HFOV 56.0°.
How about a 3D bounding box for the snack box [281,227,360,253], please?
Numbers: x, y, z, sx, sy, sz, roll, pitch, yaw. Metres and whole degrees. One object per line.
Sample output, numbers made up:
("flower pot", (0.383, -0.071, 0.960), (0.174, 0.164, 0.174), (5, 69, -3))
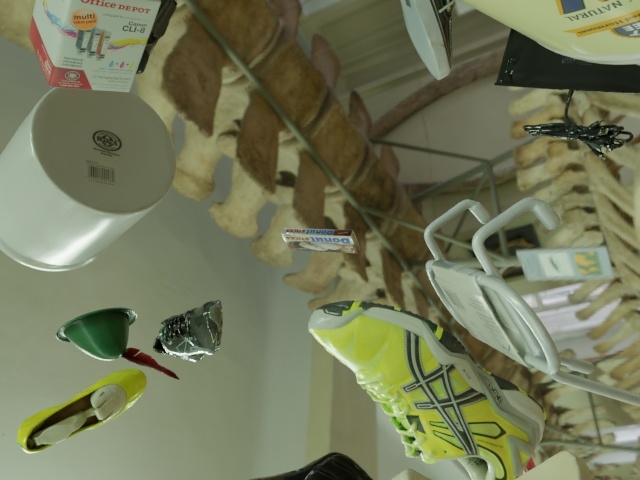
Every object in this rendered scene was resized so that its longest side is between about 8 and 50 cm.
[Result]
("snack box", (0.000, 0.000, 1.400), (0.064, 0.178, 0.022), (64, -143, -45))

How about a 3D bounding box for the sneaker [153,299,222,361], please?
("sneaker", (-0.273, 0.195, 1.241), (0.106, 0.267, 0.101), (8, -120, -23))

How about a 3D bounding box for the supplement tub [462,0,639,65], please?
("supplement tub", (0.144, -0.232, 0.315), (0.324, 0.235, 0.236), (9, -116, -35))

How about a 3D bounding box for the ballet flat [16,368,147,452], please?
("ballet flat", (-0.409, 0.302, 1.050), (0.077, 0.230, 0.077), (5, 117, 66))

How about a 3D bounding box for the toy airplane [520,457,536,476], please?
("toy airplane", (0.447, 0.491, 1.189), (0.028, 0.151, 0.151), (14, -118, -54))

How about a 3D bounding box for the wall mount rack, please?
("wall mount rack", (0.260, 0.093, 0.728), (0.304, 0.130, 0.350), (57, 178, -5))

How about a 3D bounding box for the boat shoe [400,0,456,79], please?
("boat shoe", (0.197, -0.431, 1.049), (0.306, 0.104, 0.113), (62, 180, -34))

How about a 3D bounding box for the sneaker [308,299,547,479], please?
("sneaker", (0.144, 0.215, 0.825), (0.384, 0.145, 0.147), (33, -115, -8))

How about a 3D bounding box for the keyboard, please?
("keyboard", (0.343, -0.217, 0.793), (0.317, 0.033, 0.202), (-144, 65, -63))

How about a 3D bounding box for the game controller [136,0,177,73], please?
("game controller", (-0.461, -0.577, 1.642), (0.067, 0.166, 0.319), (26, -144, -19))

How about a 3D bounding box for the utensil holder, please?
("utensil holder", (-0.546, -0.138, 1.352), (0.327, 0.385, 0.328), (18, -120, -35))

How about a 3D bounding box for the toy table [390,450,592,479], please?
("toy table", (0.173, 0.329, 0.568), (0.252, 0.274, 0.161), (47, -160, -33))

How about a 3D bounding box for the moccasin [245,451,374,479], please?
("moccasin", (-0.074, 0.316, 0.604), (0.139, 0.147, 0.380), (39, -167, 23))

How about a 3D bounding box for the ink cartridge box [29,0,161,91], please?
("ink cartridge box", (-0.338, -0.332, 0.894), (0.128, 0.176, 0.127), (-7, -123, -40))

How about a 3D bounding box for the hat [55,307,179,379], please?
("hat", (-0.471, 0.264, 1.344), (0.173, 0.208, 0.184), (23, -138, -62))
